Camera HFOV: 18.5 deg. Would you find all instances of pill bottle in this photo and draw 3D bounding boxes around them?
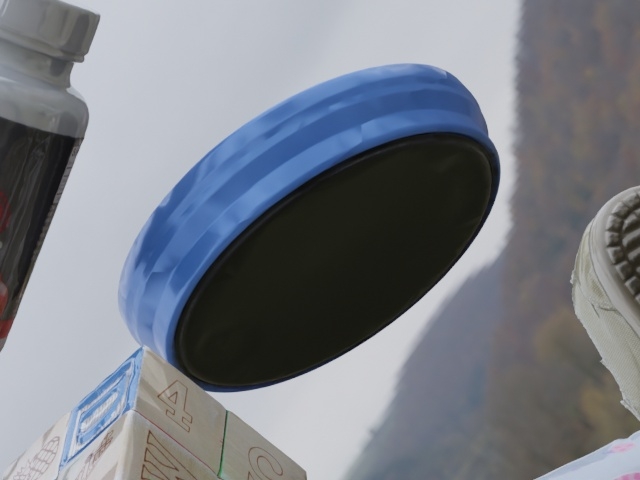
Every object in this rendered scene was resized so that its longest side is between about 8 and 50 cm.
[{"bbox_3d":[-0.304,-0.071,1.688,0.176,0.176,0.319,-14,-54,-79],"label":"pill bottle"}]

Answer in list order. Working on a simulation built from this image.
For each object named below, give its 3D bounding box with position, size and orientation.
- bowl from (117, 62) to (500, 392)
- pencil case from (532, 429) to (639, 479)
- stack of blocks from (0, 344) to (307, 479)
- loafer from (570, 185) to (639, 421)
[{"bbox_3d":[0.000,0.000,1.830,0.391,0.077,0.391,-28,-28,-16],"label":"bowl"},{"bbox_3d":[0.130,0.218,1.220,0.273,0.124,0.113,-21,15,-15],"label":"pencil case"},{"bbox_3d":[-0.095,0.188,0.637,0.171,0.087,0.297,-42,21,22],"label":"stack of blocks"},{"bbox_3d":[0.233,0.092,1.126,0.102,0.269,0.092,-28,-2,-18],"label":"loafer"}]
